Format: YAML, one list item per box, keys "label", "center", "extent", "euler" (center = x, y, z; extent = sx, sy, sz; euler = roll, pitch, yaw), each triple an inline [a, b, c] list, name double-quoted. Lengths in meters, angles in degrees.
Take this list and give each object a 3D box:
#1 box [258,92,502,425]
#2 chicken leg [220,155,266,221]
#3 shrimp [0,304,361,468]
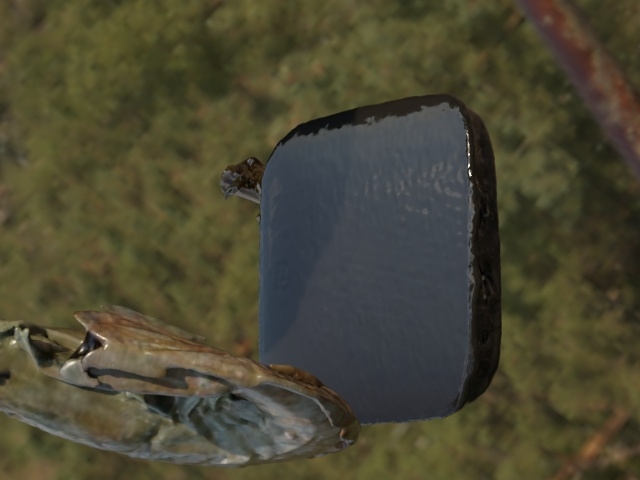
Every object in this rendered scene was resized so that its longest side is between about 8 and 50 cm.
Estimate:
- label: "box"
  center: [0.034, 0.016, 1.138]
  extent: [0.201, 0.213, 0.042]
  euler: [-7, 173, 42]
- label: "chicken leg"
  center: [0.002, -0.003, 1.273]
  extent: [0.207, 0.101, 0.085]
  euler: [27, -166, 35]
- label: "shrimp"
  center: [-0.081, 0.056, 0.704]
  extent: [0.223, 0.047, 0.126]
  euler: [19, 158, -30]
